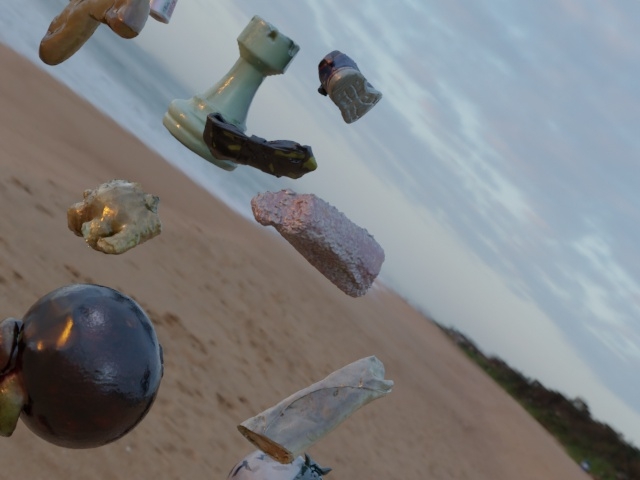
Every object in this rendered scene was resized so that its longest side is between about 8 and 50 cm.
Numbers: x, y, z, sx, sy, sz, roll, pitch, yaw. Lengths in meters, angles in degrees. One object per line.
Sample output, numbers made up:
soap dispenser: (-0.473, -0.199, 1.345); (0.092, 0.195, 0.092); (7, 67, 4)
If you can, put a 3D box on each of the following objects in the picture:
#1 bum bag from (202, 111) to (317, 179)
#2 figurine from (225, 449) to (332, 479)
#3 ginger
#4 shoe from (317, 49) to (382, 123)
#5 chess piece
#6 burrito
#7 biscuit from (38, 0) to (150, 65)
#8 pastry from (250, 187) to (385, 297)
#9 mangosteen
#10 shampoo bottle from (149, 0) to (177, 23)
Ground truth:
bum bag: (-0.116, -0.174, 1.878); (0.232, 0.060, 0.107); (19, -37, 4)
figurine: (-0.140, 0.513, 1.739); (0.186, 0.382, 0.261); (58, -24, -12)
ginger: (-0.374, -0.045, 1.767); (0.216, 0.157, 0.102); (33, -26, 43)
shoe: (0.046, -0.330, 2.053); (0.125, 0.099, 0.227); (49, 5, 19)
chess piece: (-0.173, -0.314, 2.023); (0.194, 0.299, 0.194); (35, 10, -7)
burrito: (0.002, 0.233, 1.351); (0.087, 0.226, 0.060); (53, -20, 24)
biscuit: (-0.266, -0.303, 1.188); (0.047, 0.164, 0.208); (20, -17, -41)
pastry: (0.006, -0.007, 1.687); (0.265, 0.112, 0.103); (33, 48, -19)
mangosteen: (-0.343, 0.167, 1.296); (0.265, 0.228, 0.228); (0, 22, -23)
shampoo bottle: (-0.310, -0.493, 1.955); (0.043, 0.099, 0.072); (21, -5, 14)
